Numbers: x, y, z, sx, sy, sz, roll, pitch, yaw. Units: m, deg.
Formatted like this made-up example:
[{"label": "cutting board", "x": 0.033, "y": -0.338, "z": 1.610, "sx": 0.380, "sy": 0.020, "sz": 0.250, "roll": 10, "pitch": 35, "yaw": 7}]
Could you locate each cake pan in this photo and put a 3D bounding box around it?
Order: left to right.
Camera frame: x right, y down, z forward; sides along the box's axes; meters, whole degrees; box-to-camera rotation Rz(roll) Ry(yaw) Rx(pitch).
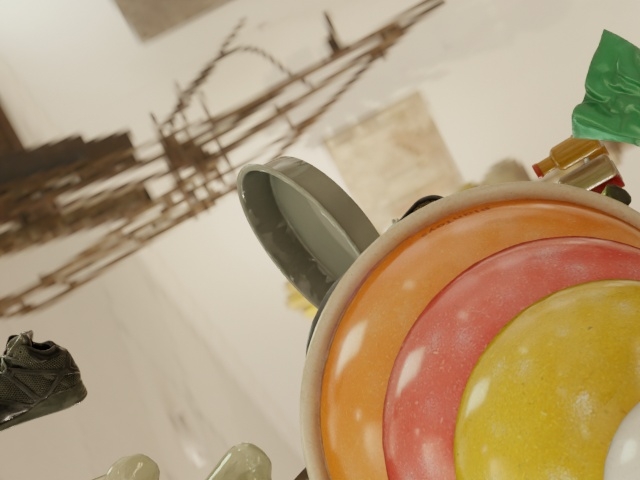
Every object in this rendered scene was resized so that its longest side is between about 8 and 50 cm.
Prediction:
[{"label": "cake pan", "x": 0.000, "y": 0.000, "z": 2.039, "sx": 0.293, "sy": 0.054, "sz": 0.293, "roll": 42, "pitch": 158, "yaw": 21}]

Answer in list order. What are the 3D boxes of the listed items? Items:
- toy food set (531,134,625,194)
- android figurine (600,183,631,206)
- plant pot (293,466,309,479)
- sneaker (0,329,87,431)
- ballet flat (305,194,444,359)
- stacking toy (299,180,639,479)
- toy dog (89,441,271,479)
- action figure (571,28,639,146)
[{"label": "toy food set", "x": 0.401, "y": -0.107, "z": 2.284, "sx": 0.111, "sy": 0.104, "sz": 0.232, "roll": 61, "pitch": -168, "yaw": 2}, {"label": "android figurine", "x": 0.402, "y": 0.049, "z": 2.117, "sx": 0.248, "sy": 0.273, "sz": 0.056, "roll": 24, "pitch": -143, "yaw": 0}, {"label": "plant pot", "x": 0.082, "y": 0.355, "z": 2.123, "sx": 0.187, "sy": 0.188, "sz": 0.167, "roll": 44, "pitch": -136, "yaw": -10}, {"label": "sneaker", "x": -0.461, "y": 0.206, "z": 2.113, "sx": 0.087, "sy": 0.227, "sz": 0.130, "roll": -152, "pitch": 43, "yaw": -69}, {"label": "ballet flat", "x": 0.056, "y": 0.034, "z": 1.207, "sx": 0.074, "sy": 0.203, "sz": 0.074, "roll": 25, "pitch": 145, "yaw": 20}, {"label": "stacking toy", "x": 0.176, "y": 0.132, "z": 0.937, "sx": 0.350, "sy": 0.351, "sz": 0.480, "roll": 62, "pitch": 176, "yaw": -3}, {"label": "toy dog", "x": -0.251, "y": 0.399, "z": 1.642, "sx": 0.408, "sy": 0.395, "sz": 0.284, "roll": 10, "pitch": -130, "yaw": -47}, {"label": "action figure", "x": 0.407, "y": -0.148, "z": 1.710, "sx": 0.232, "sy": 0.063, "sz": 0.137, "roll": 30, "pitch": 118, "yaw": 42}]
